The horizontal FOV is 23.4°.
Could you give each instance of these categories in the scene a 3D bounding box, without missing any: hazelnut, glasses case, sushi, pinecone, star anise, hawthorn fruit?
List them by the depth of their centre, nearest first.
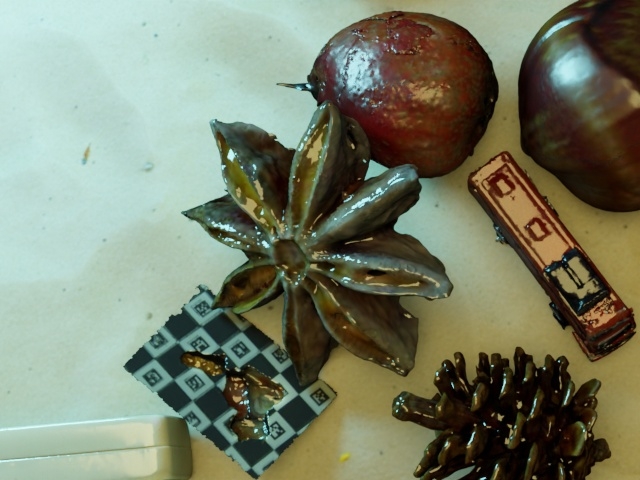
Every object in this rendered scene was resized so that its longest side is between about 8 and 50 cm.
[{"bbox_3d":[0.179,0.198,1.558,0.212,0.168,0.185,5,69,23],"label":"pinecone"},{"bbox_3d":[0.300,-0.146,1.592,0.230,0.229,0.229,-1,80,8],"label":"hazelnut"},{"bbox_3d":[0.001,0.002,1.601,0.332,0.118,0.331,19,124,31],"label":"star anise"},{"bbox_3d":[0.068,-0.162,1.626,0.235,0.181,0.181,11,82,8],"label":"hawthorn fruit"},{"bbox_3d":[-0.299,0.233,1.640,0.313,0.131,0.070,-6,80,8],"label":"glasses case"},{"bbox_3d":[-0.101,0.155,1.672,0.201,0.031,0.139,39,63,14],"label":"sushi"}]

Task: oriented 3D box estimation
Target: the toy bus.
[{"bbox_3d":[0.241,0.015,1.617,0.073,0.096,0.235,-36,76,3],"label":"toy bus"}]
